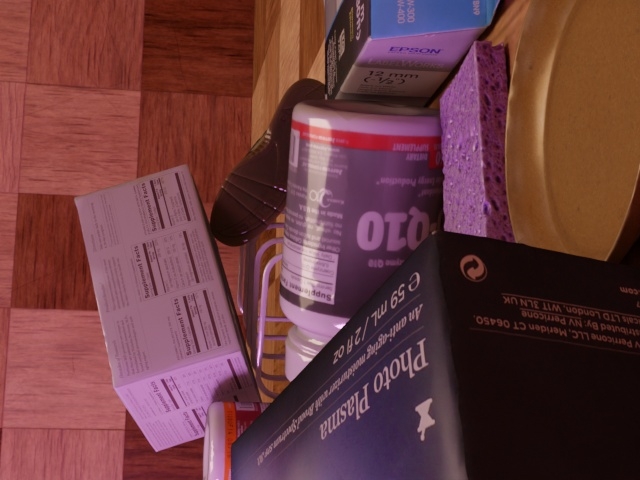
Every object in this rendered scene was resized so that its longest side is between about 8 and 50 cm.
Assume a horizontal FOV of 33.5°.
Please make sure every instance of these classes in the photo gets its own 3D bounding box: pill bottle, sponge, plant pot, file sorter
[{"bbox_3d":[0.042,0.006,1.077,0.161,0.161,0.283,-122,35,-74],"label":"pill bottle"},{"bbox_3d":[0.135,-0.053,0.924,0.117,0.031,0.210,121,150,-71],"label":"sponge"},{"bbox_3d":[0.174,-0.081,0.694,0.236,0.032,0.236,-177,90,-82],"label":"plant pot"},{"bbox_3d":[-0.016,0.241,1.179,0.121,0.221,0.121,-177,90,-81],"label":"pill bottle"},{"bbox_3d":[-0.004,0.064,1.314,0.277,0.173,0.192,-118,31,-71],"label":"file sorter"}]

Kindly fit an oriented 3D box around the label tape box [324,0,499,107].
[{"bbox_3d":[0.083,-0.289,1.057,0.347,0.115,0.249,124,147,-76],"label":"label tape box"}]

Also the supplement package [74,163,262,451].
[{"bbox_3d":[-0.179,0.083,1.276,0.204,0.145,0.261,80,173,-59],"label":"supplement package"}]

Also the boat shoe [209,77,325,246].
[{"bbox_3d":[-0.053,-0.088,1.278,0.223,0.080,0.073,-60,-6,-2],"label":"boat shoe"}]

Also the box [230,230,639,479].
[{"bbox_3d":[0.079,0.200,0.560,0.296,0.183,0.294,127,145,-50],"label":"box"}]

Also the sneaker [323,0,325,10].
[{"bbox_3d":[0.042,-0.233,1.312,0.169,0.108,0.292,131,139,-71],"label":"sneaker"}]
